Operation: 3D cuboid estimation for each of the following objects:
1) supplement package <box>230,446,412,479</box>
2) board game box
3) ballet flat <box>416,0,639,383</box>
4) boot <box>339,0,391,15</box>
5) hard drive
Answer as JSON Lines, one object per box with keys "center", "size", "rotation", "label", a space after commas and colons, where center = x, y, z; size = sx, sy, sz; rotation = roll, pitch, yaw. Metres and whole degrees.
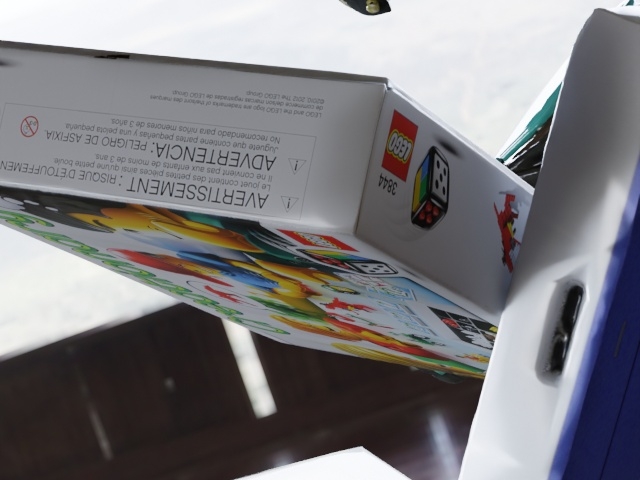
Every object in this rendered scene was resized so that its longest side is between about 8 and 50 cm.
{"center": [-0.019, 0.262, 1.208], "size": [0.199, 0.198, 0.262], "rotation": [-14, 3, -8], "label": "supplement package"}
{"center": [0.000, 0.000, 0.723], "size": [0.193, 0.053, 0.305], "rotation": [8, -10, 30], "label": "board game box"}
{"center": [0.118, -0.021, 1.024], "size": [0.280, 0.096, 0.095], "rotation": [-44, 1, -32], "label": "ballet flat"}
{"center": [0.024, -0.210, 1.257], "size": [0.085, 0.178, 0.236], "rotation": [-42, 46, 0], "label": "boot"}
{"center": [0.172, 0.008, 0.752], "size": [0.040, 0.210, 0.318], "rotation": [25, 22, 32], "label": "hard drive"}
